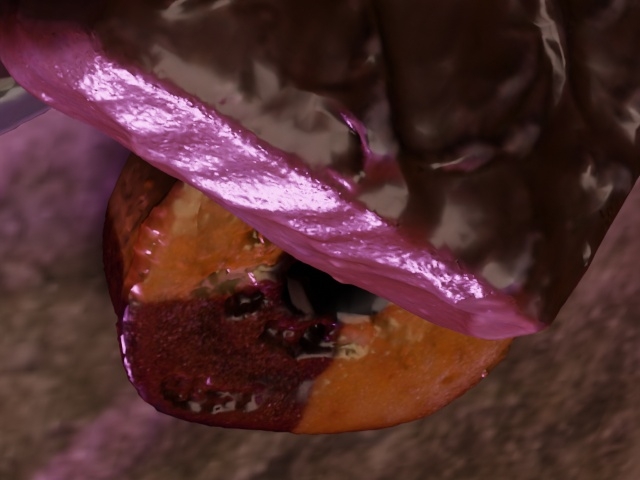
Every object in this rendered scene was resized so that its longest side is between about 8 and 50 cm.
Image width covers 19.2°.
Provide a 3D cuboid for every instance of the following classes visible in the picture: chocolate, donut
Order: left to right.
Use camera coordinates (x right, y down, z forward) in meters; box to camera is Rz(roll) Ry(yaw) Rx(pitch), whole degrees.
[{"bbox_3d":[0.000,0.000,0.742,0.184,0.073,0.166,-5,130,-26],"label":"donut"},{"bbox_3d":[0.012,-0.072,0.615,0.214,0.093,0.148,31,78,-27],"label":"chocolate"}]

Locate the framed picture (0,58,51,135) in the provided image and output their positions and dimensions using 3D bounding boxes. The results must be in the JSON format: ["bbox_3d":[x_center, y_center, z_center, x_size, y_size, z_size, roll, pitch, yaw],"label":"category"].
[{"bbox_3d":[-0.197,-0.112,0.571,0.231,0.018,0.293,-28,136,-7],"label":"framed picture"}]
